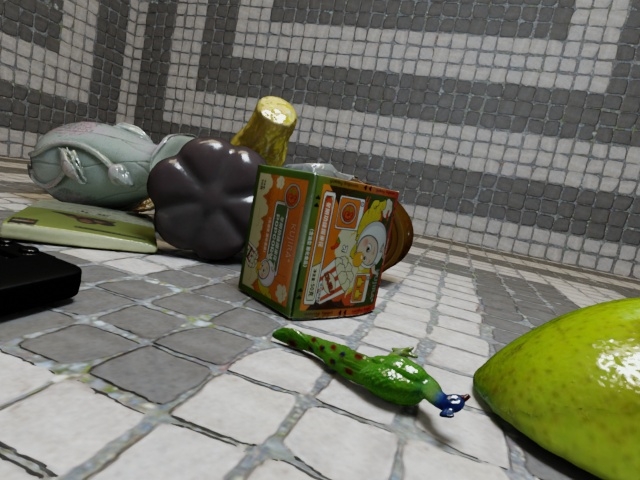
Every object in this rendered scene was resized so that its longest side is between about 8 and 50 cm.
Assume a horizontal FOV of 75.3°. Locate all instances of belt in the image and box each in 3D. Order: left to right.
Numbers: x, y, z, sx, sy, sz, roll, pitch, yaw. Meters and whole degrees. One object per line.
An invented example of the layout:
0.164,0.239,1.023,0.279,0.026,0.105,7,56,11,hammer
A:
0.029,-0.046,0.904,0.339,0.217,0.122,25,13,20,belt

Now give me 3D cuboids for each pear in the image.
0.275,0.123,0.397,0.239,0.139,0.288,3,6,4,pear

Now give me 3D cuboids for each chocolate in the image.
-0.161,-0.166,0.998,0.162,0.162,0.445,7,-27,-24,chocolate

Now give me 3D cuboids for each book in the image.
-0.468,-0.036,0.855,0.239,0.035,0.352,9,7,-25,book

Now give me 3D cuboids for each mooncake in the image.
-0.204,-0.083,0.802,0.245,0.244,0.133,9,4,-12,mooncake

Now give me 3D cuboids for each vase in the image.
-0.503,-0.181,1.049,0.446,0.249,0.250,8,6,23,vase

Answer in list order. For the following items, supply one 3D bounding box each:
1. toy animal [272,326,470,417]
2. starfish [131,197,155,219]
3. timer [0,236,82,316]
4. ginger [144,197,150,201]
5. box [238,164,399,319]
0.047,0.119,0.412,0.217,0.041,0.075,12,8,44,toy animal
-0.449,-0.146,1.259,0.302,0.084,0.293,-26,17,25,starfish
-0.370,0.033,0.426,0.188,0.055,0.144,17,11,14,timer
-0.676,-0.206,1.364,0.376,0.165,0.236,15,15,-2,ginger
0.000,0.000,0.627,0.178,0.194,0.148,5,10,-44,box
